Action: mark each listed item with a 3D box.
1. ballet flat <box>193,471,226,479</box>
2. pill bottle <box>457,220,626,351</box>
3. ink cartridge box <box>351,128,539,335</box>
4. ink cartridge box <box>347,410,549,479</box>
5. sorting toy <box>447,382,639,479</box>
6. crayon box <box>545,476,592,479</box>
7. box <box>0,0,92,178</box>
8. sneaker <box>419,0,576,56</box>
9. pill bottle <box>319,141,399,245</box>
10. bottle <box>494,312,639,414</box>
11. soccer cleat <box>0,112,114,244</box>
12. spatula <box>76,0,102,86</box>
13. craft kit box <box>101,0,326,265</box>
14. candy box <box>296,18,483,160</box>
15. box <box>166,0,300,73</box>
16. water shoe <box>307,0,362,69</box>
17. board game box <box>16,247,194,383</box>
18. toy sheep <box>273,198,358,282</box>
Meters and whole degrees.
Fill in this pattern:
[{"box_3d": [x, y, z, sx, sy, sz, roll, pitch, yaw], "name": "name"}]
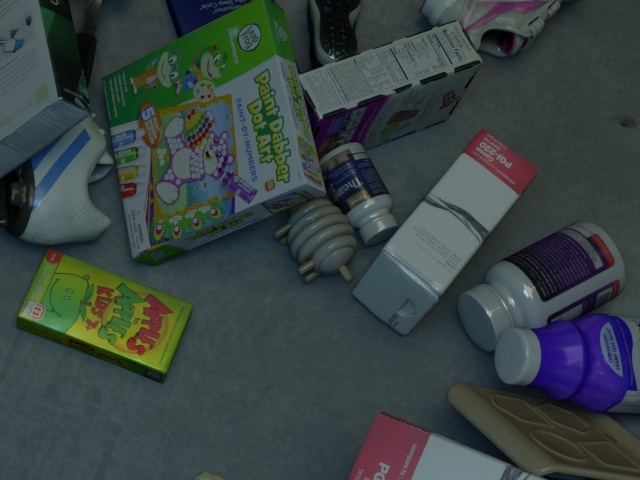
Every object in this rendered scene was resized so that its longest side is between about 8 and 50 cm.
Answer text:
[{"box_3d": [-0.082, 0.326, 1.506, 0.057, 0.049, 0.173, -32, 77, -23], "name": "ballet flat"}, {"box_3d": [0.268, 0.060, 1.665, 0.193, 0.108, 0.108, -25, 74, -21], "name": "pill bottle"}, {"box_3d": [0.147, -0.007, 1.640, 0.092, 0.158, 0.218, 37, 64, 3], "name": "ink cartridge box"}, {"box_3d": [0.183, 0.300, 1.434, 0.283, 0.207, 0.117, 21, 77, 20], "name": "ink cartridge box"}, {"box_3d": [0.270, 0.227, 1.547, 0.208, 0.193, 0.038, 9, 108, -31], "name": "sorting toy"}, {"box_3d": [0.398, 0.367, 1.575, 0.278, 0.081, 0.165, 10, 65, -8], "name": "crayon box"}, {"box_3d": [-0.387, -0.223, 1.571, 0.058, 0.232, 0.322, 24, 42, -52], "name": "box"}, {"box_3d": [0.265, -0.305, 1.835, 0.252, 0.103, 0.111, -18, 76, -12], "name": "sneaker"}, {"box_3d": [0.049, -0.056, 1.690, 0.067, 0.067, 0.120, -22, 73, -20], "name": "pill bottle"}, {"box_3d": [0.340, 0.146, 1.617, 0.283, 0.092, 0.118, 7, 59, -27], "name": "bottle"}, {"box_3d": [-0.323, -0.141, 1.637, 0.143, 0.116, 0.331, 9, 61, -33], "name": "soccer cleat"}, {"box_3d": [-0.282, -0.271, 1.676, 0.084, 0.030, 0.296, 14, 45, -13], "name": "spatula"}, {"box_3d": [-0.132, -0.126, 1.609, 0.246, 0.061, 0.250, -22, 68, 21], "name": "craft kit box"}, {"box_3d": [0.069, -0.177, 1.697, 0.233, 0.159, 0.071, -20, 73, -21], "name": "candy box"}, {"box_3d": [-0.108, -0.246, 1.757, 0.136, 0.036, 0.225, -13, 72, -17], "name": "box"}, {"box_3d": [0.008, -0.270, 1.775, 0.073, 0.080, 0.203, 16, 40, -9], "name": "water shoe"}, {"box_3d": [-0.249, 0.087, 1.576, 0.181, 0.043, 0.092, 21, 64, -3], "name": "board game box"}, {"box_3d": [0.000, 0.000, 1.647, 0.091, 0.091, 0.132, -26, 70, -21], "name": "toy sheep"}]
